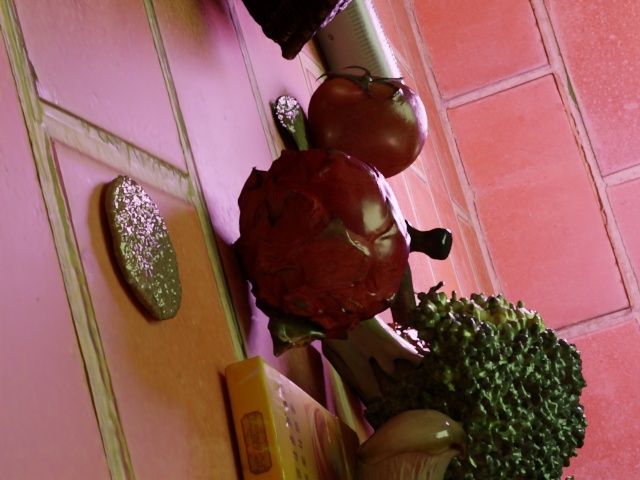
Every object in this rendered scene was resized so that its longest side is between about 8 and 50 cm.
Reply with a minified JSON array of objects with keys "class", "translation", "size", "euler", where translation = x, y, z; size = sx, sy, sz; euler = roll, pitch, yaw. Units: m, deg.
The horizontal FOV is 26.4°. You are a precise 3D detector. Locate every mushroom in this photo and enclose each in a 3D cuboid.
[{"class":"mushroom","translation":[0.078,0.313,1.196],"size":[0.159,0.122,0.328],"euler":[161,-72,-71]}]

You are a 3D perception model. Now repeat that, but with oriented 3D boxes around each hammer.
[{"class":"hammer","translation":[0.122,0.145,1.743],"size":[0.044,0.168,0.439],"euler":[-57,142,-39]}]

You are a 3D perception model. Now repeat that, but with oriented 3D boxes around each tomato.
[{"class":"tomato","translation":[0.058,-0.153,1.847],"size":[0.167,0.167,0.167],"euler":[-19,90,-78]}]

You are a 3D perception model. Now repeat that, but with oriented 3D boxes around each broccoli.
[{"class":"broccoli","translation":[0.149,0.176,1.432],"size":[0.375,0.249,0.301],"euler":[82,-9,-54]}]

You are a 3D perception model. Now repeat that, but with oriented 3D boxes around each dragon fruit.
[{"class":"dragon fruit","translation":[0.000,0.000,1.293],"size":[0.172,0.172,0.209],"euler":[51,27,-59]}]

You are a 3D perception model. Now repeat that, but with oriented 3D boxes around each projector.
[{"class":"projector","translation":[0.043,-0.334,2.130],"size":[0.108,0.108,0.337],"euler":[-81,150,-66]}]

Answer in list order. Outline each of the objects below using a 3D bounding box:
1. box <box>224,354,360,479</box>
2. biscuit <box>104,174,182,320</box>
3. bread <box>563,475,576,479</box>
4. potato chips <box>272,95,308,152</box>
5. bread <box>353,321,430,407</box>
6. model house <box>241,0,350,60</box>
[{"class":"box","translation":[-0.009,0.213,1.221],"size":[0.269,0.044,0.152],"euler":[50,25,-60]},{"class":"biscuit","translation":[-0.134,0.005,1.041],"size":[0.120,0.015,0.120],"euler":[-19,90,-79]},{"class":"bread","translation":[0.218,0.360,1.752],"size":[0.261,0.147,0.160],"euler":[29,35,-22]},{"class":"potato chips","translation":[-0.011,-0.082,1.713],"size":[0.142,0.026,0.209],"euler":[-99,167,-50]},{"class":"bread","translation":[0.135,0.185,1.640],"size":[0.269,0.095,0.139],"euler":[33,40,-25]},{"class":"model house","translation":[-0.055,-0.351,1.585],"size":[0.317,0.297,0.282],"euler":[144,-57,-63]}]
